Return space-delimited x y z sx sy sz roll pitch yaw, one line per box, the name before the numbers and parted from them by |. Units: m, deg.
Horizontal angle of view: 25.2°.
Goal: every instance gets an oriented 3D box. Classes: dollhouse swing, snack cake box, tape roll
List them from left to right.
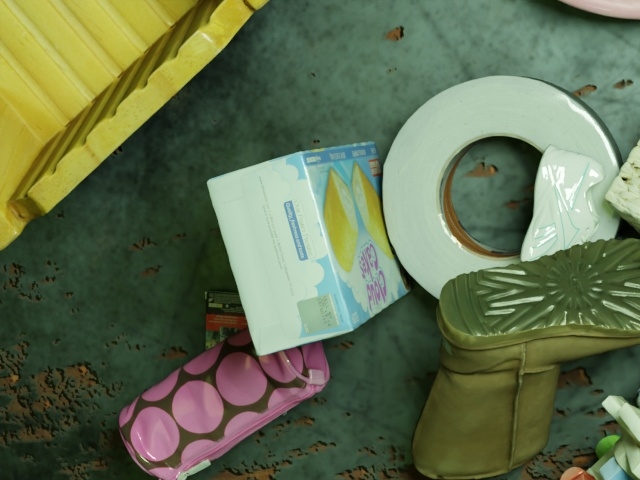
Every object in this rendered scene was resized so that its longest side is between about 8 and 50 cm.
dollhouse swing | -0.254 -0.249 1.307 0.347 0.315 0.305 -40 105 16
snack cake box | 0.000 0.000 1.264 0.089 0.264 0.152 -16 91 16
tape roll | 0.168 -0.042 1.316 0.219 0.072 0.219 1 95 15

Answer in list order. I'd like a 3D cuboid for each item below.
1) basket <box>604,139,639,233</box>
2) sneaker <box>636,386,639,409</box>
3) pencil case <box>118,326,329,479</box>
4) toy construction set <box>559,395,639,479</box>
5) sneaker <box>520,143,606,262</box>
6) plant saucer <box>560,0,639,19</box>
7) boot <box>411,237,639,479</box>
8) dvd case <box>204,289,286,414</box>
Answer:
basket | 0.339 -0.025 1.208 0.103 0.113 0.167 -54 44 2
sneaker | 0.376 0.059 1.272 0.258 0.094 0.091 -39 70 9
pencil case | -0.089 0.154 1.381 0.209 0.095 0.098 -36 52 18
toy construction set | 0.211 0.242 1.263 0.215 0.151 0.328 35 122 -27
sneaker | 0.208 -0.004 1.244 0.061 0.054 0.152 13 98 11
plant saucer | 0.287 -0.358 1.246 0.332 0.084 0.332 2 97 15
boot | 0.199 0.112 1.250 0.236 0.269 0.089 -3 55 -1
dvd case | -0.073 0.111 1.426 0.087 0.013 0.119 3 96 15
